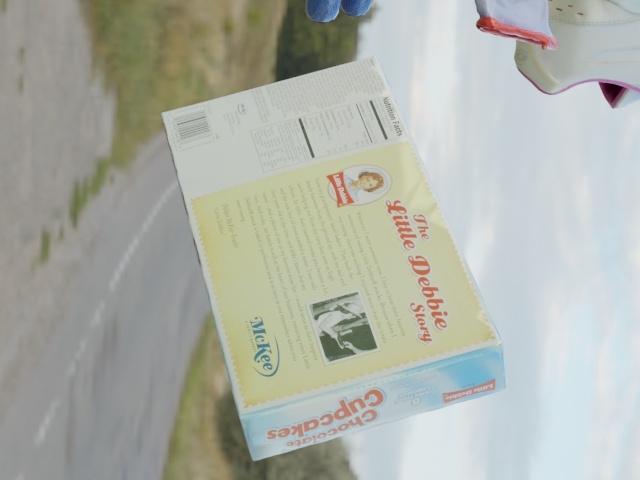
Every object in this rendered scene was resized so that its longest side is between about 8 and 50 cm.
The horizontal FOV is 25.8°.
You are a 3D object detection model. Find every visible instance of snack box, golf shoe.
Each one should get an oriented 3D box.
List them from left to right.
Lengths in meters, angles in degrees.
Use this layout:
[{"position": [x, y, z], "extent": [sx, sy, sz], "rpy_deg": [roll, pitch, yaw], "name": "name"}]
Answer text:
[{"position": [0.000, 0.000, 1.057], "extent": [0.060, 0.187, 0.322], "rpy_deg": [79, -6, -47], "name": "snack box"}, {"position": [0.271, -0.161, 1.020], "extent": [0.115, 0.306, 0.140], "rpy_deg": [-116, -142, -48], "name": "golf shoe"}]

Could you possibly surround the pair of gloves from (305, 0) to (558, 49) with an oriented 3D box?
[{"position": [0.039, -0.157, 0.541], "extent": [0.023, 0.198, 0.159], "rpy_deg": [-6, -96, 47], "name": "pair of gloves"}]
